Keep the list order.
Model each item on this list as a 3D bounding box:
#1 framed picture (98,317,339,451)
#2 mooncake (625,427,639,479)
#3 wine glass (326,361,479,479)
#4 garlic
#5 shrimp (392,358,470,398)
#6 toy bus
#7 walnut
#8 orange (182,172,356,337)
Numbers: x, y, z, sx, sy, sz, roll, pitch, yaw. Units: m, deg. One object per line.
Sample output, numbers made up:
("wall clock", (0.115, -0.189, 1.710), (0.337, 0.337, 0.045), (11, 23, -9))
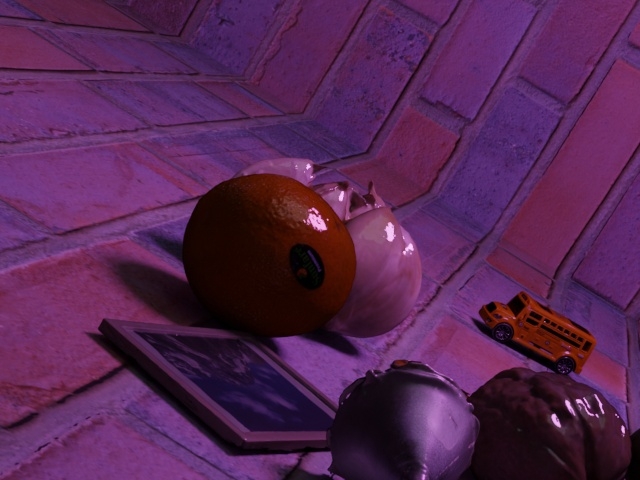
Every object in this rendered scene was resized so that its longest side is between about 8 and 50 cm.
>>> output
("framed picture", (-0.079, 0.150, 1.562), (0.209, 0.019, 0.281), (36, 12, 25))
("mooncake", (0.484, 0.325, 1.701), (0.351, 0.187, 0.351), (58, 4, -6))
("wine glass", (0.089, 0.225, 1.375), (0.156, 0.156, 0.232), (28, 15, -14))
("garlic", (0.005, 0.006, 1.989), (0.281, 0.203, 0.185), (29, -9, 8))
("shrimp", (0.146, 0.182, 2.029), (0.114, 0.023, 0.083), (25, 9, -11))
("toy bus", (0.367, 0.150, 2.600), (0.194, 0.088, 0.083), (28, 12, -16))
("walnut", (0.248, 0.226, 1.735), (0.178, 0.178, 0.230), (24, 3, -32))
("orange", (-0.057, 0.019, 1.767), (0.206, 0.206, 0.206), (30, 11, -6))
